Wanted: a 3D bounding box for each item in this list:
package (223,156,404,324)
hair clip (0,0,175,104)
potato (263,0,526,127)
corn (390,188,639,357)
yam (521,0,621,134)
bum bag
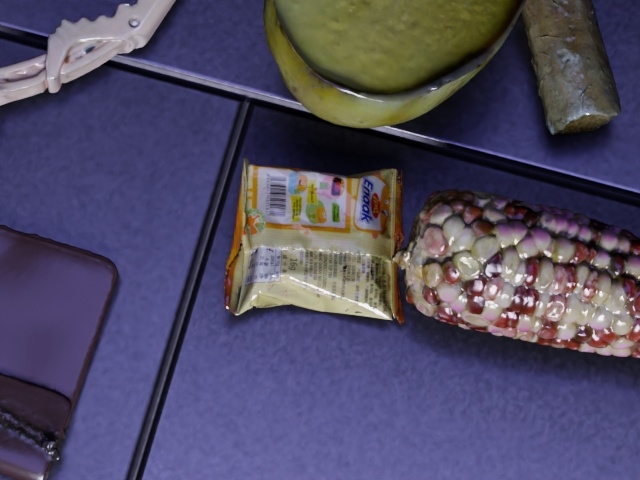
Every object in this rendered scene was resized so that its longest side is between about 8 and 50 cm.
[{"bbox_3d":[-0.002,0.000,1.242,0.120,0.031,0.108,4,73,-6],"label":"package"},{"bbox_3d":[-0.169,-0.122,1.273,0.226,0.034,0.072,-29,79,-12],"label":"hair clip"},{"bbox_3d":[0.052,-0.174,1.256,0.160,0.111,0.272,25,59,-2],"label":"potato"},{"bbox_3d":[0.184,0.035,1.212,0.280,0.092,0.092,15,73,-1],"label":"corn"},{"bbox_3d":[0.166,-0.135,1.279,0.054,0.054,0.132,-10,72,-5],"label":"yam"},{"bbox_3d":[-0.202,0.070,1.215,0.109,0.026,0.159,16,73,4],"label":"bum bag"}]
